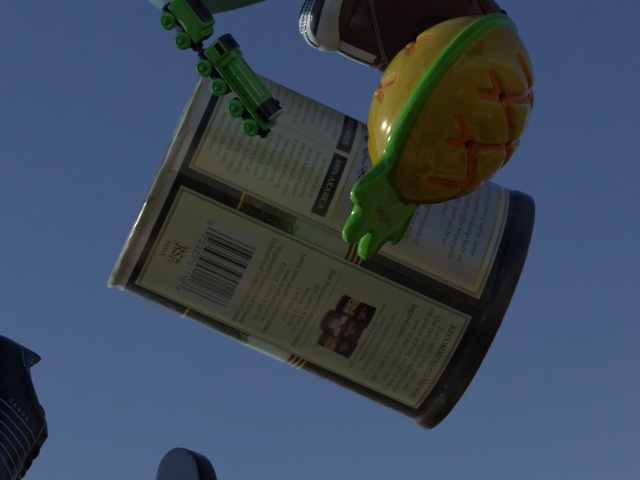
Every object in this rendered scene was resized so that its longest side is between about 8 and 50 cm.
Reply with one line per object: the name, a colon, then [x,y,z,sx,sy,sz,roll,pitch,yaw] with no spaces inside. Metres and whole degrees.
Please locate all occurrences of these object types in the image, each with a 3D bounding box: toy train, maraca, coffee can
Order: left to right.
toy train: [-0.048,-0.087,0.970,0.023,0.083,0.017,-39,-2,32]
coffee can: [0.000,0.000,1.528,0.275,0.201,0.201,25,-32,-6]
maraca: [0.075,-0.069,1.306,0.186,0.099,0.127,-55,-26,-4]

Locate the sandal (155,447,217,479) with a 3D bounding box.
sandal: [-0.141,0.272,1.651,0.054,0.254,0.097,29,-46,-19]

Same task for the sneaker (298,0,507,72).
sneaker: [0.112,-0.263,1.717,0.281,0.162,0.106,-60,11,5]

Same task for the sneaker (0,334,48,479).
sneaker: [-0.277,0.185,1.684,0.090,0.232,0.081,18,-33,-36]

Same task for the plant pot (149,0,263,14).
plant pot: [-0.101,-0.359,1.965,0.293,0.235,0.293,-16,17,5]
